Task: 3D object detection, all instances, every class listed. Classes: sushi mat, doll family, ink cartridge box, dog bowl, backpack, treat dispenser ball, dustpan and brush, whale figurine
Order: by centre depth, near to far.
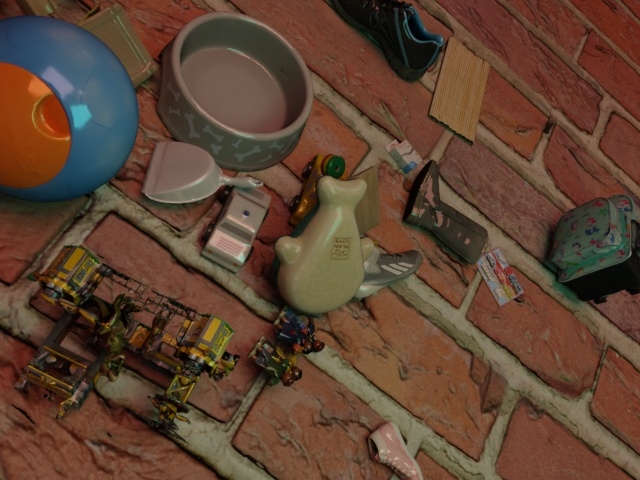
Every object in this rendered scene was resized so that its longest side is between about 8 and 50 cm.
[{"bbox_3d":[-0.437,-0.205,0.997,0.288,0.288,0.288,12,63,-24],"label":"treat dispenser ball"},{"bbox_3d":[-0.055,0.199,1.160,0.111,0.076,0.193,40,52,-2],"label":"doll family"},{"bbox_3d":[0.000,0.000,1.185,0.216,0.141,0.272,-1,114,-31],"label":"whale figurine"},{"bbox_3d":[-0.216,-0.123,1.198,0.211,0.060,0.147,-1,51,5],"label":"dustpan and brush"},{"bbox_3d":[-0.170,-0.321,1.311,0.349,0.102,0.349,11,64,-24],"label":"dog bowl"},{"bbox_3d":[0.200,-0.208,1.508,0.083,0.028,0.048,50,54,0],"label":"ink cartridge box"},{"bbox_3d":[0.707,0.003,1.578,0.191,0.225,0.253,42,51,-12],"label":"backpack"},{"bbox_3d":[0.383,-0.412,1.707,0.151,0.019,0.316,28,58,-15],"label":"sushi mat"}]

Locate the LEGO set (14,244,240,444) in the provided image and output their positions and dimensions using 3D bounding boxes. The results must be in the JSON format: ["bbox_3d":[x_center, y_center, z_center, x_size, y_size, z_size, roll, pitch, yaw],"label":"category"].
[{"bbox_3d":[-0.303,0.180,0.928,0.331,0.255,0.192,32,57,-9],"label":"LEGO set"}]

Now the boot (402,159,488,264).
[{"bbox_3d":[0.308,-0.068,1.478,0.208,0.076,0.190,25,73,-9],"label":"boot"}]

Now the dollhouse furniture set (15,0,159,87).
[{"bbox_3d":[-0.480,-0.398,1.195,0.197,0.151,0.301,-46,123,-28],"label":"dollhouse furniture set"}]

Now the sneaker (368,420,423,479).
[{"bbox_3d":[0.135,0.415,1.183,0.070,0.051,0.134,-20,76,-32],"label":"sneaker"}]

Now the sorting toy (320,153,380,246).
[{"bbox_3d":[0.060,-0.064,1.284,0.132,0.046,0.274,-30,128,-33],"label":"sorting toy"}]

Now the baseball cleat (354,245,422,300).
[{"bbox_3d":[0.137,0.045,1.320,0.206,0.072,0.109,-30,116,-35],"label":"baseball cleat"}]

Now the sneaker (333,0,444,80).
[{"bbox_3d":[0.172,-0.570,1.587,0.341,0.139,0.125,43,57,-4],"label":"sneaker"}]

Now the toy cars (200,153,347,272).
[{"bbox_3d":[-0.072,-0.074,1.263,0.393,0.087,0.176,-22,80,-34],"label":"toy cars"}]

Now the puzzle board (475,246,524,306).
[{"bbox_3d":[0.432,0.086,1.517,0.096,0.011,0.128,-22,80,-34],"label":"puzzle board"}]
